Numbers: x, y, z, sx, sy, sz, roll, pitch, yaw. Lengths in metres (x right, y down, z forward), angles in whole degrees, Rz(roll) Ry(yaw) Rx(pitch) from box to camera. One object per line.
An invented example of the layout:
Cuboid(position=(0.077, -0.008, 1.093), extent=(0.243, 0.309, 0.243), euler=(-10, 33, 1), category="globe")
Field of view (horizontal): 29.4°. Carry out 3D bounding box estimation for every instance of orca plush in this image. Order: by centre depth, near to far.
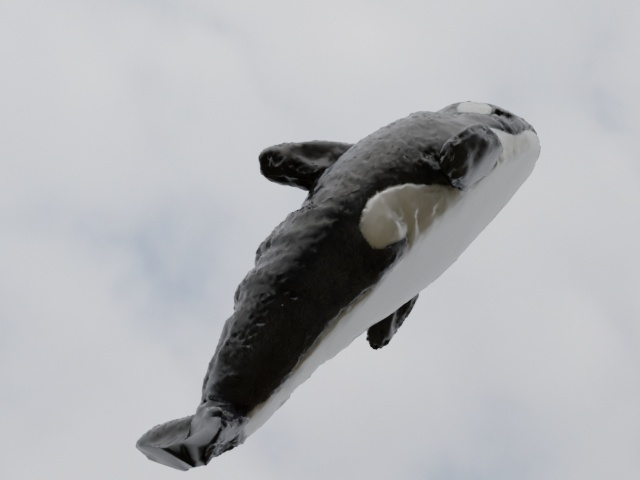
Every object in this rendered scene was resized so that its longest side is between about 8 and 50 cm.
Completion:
Cuboid(position=(0.000, 0.000, 0.640), extent=(0.287, 0.102, 0.151), euler=(-46, -18, -22), category="orca plush")
